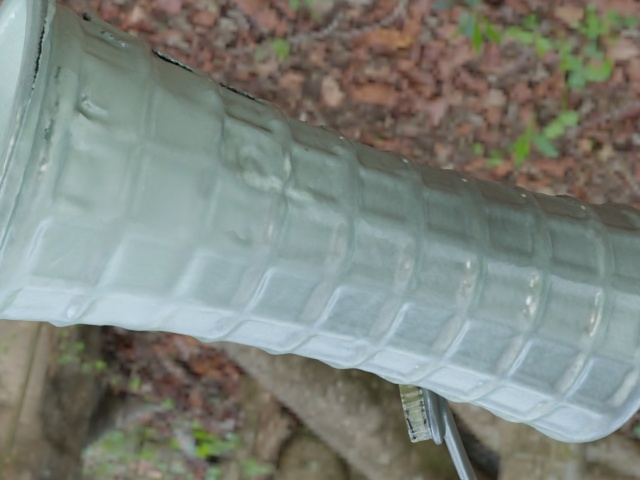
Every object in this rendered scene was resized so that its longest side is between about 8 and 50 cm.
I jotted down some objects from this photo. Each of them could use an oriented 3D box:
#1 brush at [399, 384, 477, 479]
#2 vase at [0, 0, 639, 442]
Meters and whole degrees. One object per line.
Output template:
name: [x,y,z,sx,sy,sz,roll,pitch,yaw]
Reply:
brush: [0.091,0.152,1.022,0.027,0.062,0.266,-13,147,10]
vase: [0.000,0.000,0.618,0.298,0.143,0.143,16,156,-23]
